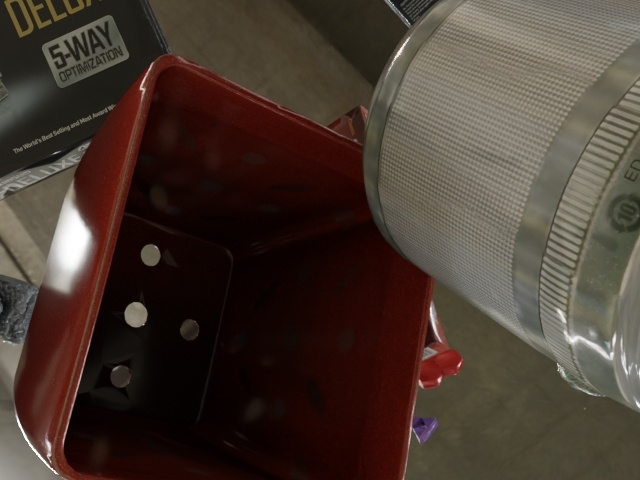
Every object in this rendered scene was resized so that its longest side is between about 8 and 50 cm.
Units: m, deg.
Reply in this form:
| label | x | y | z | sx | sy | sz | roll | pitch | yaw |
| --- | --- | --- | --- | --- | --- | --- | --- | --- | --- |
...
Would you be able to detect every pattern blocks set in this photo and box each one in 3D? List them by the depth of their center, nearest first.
| label | x | y | z | sx | sy | sz | roll | pitch | yaw |
| --- | --- | --- | --- | --- | --- | --- | --- | --- | --- |
| pattern blocks set | 0.035 | 0.247 | 1.315 | 0.325 | 0.026 | 0.285 | 6 | -138 | 29 |

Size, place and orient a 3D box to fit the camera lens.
| label | x | y | z | sx | sy | sz | roll | pitch | yaw |
| --- | --- | --- | --- | --- | --- | --- | --- | --- | --- |
| camera lens | 0.174 | -0.036 | 0.507 | 0.219 | 0.219 | 0.274 | -54 | -138 | 1 |

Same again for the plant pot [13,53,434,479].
| label | x | y | z | sx | sy | sz | roll | pitch | yaw |
| --- | --- | --- | --- | --- | --- | --- | --- | --- | --- |
| plant pot | -0.094 | 0.053 | 0.658 | 0.236 | 0.267 | 0.267 | -8 | -114 | 52 |

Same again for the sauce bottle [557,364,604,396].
| label | x | y | z | sx | sy | sz | roll | pitch | yaw |
| --- | --- | --- | --- | --- | --- | --- | --- | --- | --- |
| sauce bottle | 0.349 | 0.041 | 1.066 | 0.112 | 0.344 | 0.111 | 7 | -54 | 9 |

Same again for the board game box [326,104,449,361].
| label | x | y | z | sx | sy | sz | roll | pitch | yaw |
| --- | --- | --- | --- | --- | --- | --- | --- | --- | --- |
| board game box | 0.021 | 0.010 | 0.833 | 0.145 | 0.027 | 0.281 | -30 | -126 | 23 |

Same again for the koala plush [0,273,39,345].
| label | x | y | z | sx | sy | sz | roll | pitch | yaw |
| --- | --- | --- | --- | --- | --- | --- | --- | --- | --- |
| koala plush | -0.464 | 0.131 | 0.962 | 0.204 | 0.196 | 0.221 | 17 | -92 | 9 |

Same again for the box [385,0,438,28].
| label | x | y | z | sx | sy | sz | roll | pitch | yaw |
| --- | --- | --- | --- | --- | --- | --- | --- | --- | --- |
| box | 0.155 | -0.438 | 1.461 | 0.093 | 0.156 | 0.158 | -42 | -75 | 12 |

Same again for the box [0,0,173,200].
| label | x | y | z | sx | sy | sz | roll | pitch | yaw |
| --- | --- | --- | --- | --- | --- | --- | --- | --- | --- |
| box | -0.297 | -0.165 | 0.737 | 0.308 | 0.076 | 0.242 | -24 | -93 | 1 |
